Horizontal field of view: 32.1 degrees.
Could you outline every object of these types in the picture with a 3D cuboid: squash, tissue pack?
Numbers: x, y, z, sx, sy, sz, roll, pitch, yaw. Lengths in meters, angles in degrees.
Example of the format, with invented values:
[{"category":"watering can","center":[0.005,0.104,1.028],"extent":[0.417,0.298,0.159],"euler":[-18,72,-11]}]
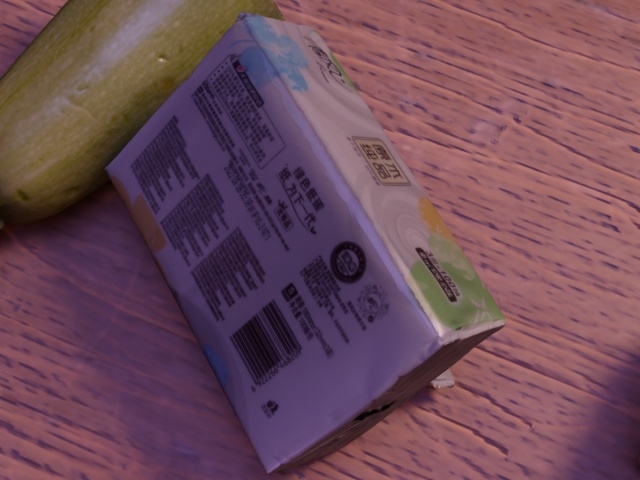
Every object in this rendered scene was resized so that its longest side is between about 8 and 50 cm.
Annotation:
[{"category":"squash","center":[-0.166,-0.091,0.753],"extent":[0.287,0.137,0.137],"euler":[-42,75,0]},{"category":"tissue pack","center":[0.000,0.000,0.699],"extent":[0.159,0.145,0.229],"euler":[-43,70,32]}]

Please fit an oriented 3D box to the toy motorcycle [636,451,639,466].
[{"category":"toy motorcycle","center":[0.313,0.109,0.671],"extent":[0.223,0.108,0.340],"euler":[19,65,13]}]
